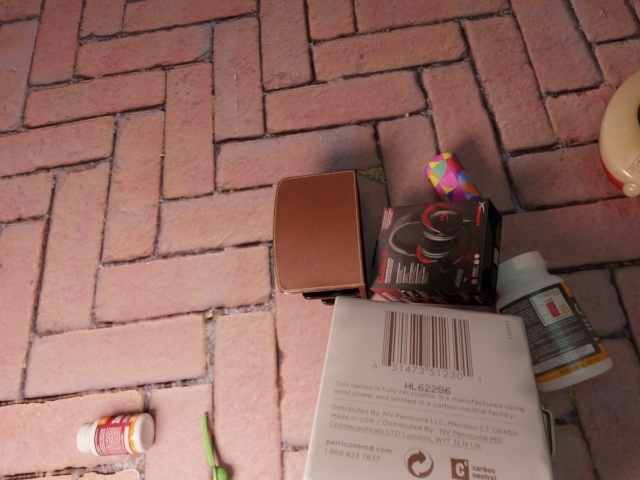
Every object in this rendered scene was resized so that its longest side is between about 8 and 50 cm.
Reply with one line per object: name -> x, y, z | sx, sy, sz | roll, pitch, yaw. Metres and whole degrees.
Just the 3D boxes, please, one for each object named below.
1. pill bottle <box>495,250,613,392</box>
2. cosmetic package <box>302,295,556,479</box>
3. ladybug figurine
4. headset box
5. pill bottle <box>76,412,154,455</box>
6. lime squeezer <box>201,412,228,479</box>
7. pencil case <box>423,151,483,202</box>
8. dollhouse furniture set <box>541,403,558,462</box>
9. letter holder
pill bottle -> 0.489, 0.174, 1.007 | 0.162, 0.162, 0.279 | -20, 68, -1
cosmetic package -> 0.163, 0.356, 0.798 | 0.329, 0.394, 0.328 | 4, 44, 8
ladybug figurine -> 0.859, -0.271, 1.141 | 0.305, 0.162, 0.449 | 38, 77, 18
headset box -> 0.254, 0.031, 1.069 | 0.293, 0.110, 0.218 | -2, 65, 38
pill bottle -> -0.470, 0.447, 1.053 | 0.151, 0.086, 0.086 | -7, 68, 4
lime squeezer -> -0.191, 0.524, 1.006 | 0.310, 0.059, 0.110 | 36, 77, 19
pencil case -> 0.355, -0.114, 1.178 | 0.104, 0.104, 0.237 | -21, 65, -2
dollhouse furniture set -> 0.419, 0.401, 0.941 | 0.151, 0.123, 0.144 | 4, 66, 8
letter holder -> 0.000, 0.000, 1.144 | 0.214, 0.152, 0.302 | -6, 68, 7
